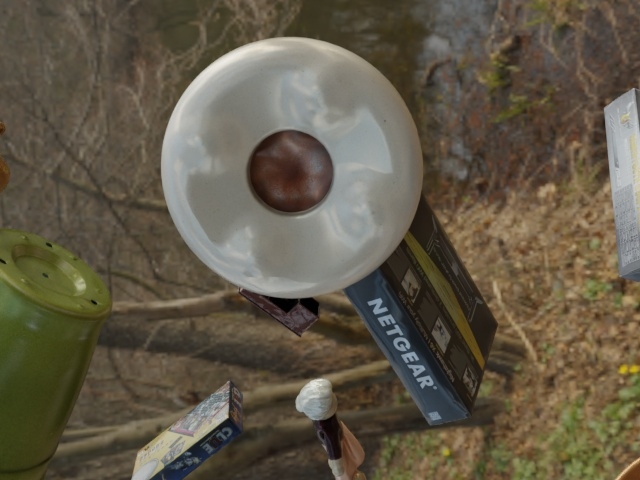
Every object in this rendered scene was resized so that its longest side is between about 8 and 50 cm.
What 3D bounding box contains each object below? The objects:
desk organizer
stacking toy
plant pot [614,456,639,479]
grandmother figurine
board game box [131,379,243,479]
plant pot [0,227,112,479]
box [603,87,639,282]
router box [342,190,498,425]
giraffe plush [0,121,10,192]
[{"bbox_3d":[-0.064,0.092,1.395,0.050,0.130,0.047,-44,20,24],"label":"desk organizer"},{"bbox_3d":[-0.031,-0.138,1.349,0.480,0.350,0.351,-81,-9,-76],"label":"stacking toy"},{"bbox_3d":[0.630,0.506,1.427,0.203,0.291,0.291,47,-178,-25],"label":"plant pot"},{"bbox_3d":[0.024,0.425,1.968,0.208,0.104,0.342,57,170,44],"label":"grandmother figurine"},{"bbox_3d":[-0.252,0.384,1.657,0.042,0.243,0.165,50,-173,-15],"label":"board game box"},{"bbox_3d":[-0.532,0.184,1.435,0.353,0.366,0.366,-54,27,13],"label":"plant pot"},{"bbox_3d":[0.437,-0.052,1.053,0.056,0.183,0.231,-36,46,56],"label":"box"},{"bbox_3d":[0.166,0.100,1.405,0.309,0.081,0.243,58,-146,-18],"label":"router box"},{"bbox_3d":[-0.600,-0.117,1.466,0.170,0.181,0.210,-46,-58,-66],"label":"giraffe plush"}]
